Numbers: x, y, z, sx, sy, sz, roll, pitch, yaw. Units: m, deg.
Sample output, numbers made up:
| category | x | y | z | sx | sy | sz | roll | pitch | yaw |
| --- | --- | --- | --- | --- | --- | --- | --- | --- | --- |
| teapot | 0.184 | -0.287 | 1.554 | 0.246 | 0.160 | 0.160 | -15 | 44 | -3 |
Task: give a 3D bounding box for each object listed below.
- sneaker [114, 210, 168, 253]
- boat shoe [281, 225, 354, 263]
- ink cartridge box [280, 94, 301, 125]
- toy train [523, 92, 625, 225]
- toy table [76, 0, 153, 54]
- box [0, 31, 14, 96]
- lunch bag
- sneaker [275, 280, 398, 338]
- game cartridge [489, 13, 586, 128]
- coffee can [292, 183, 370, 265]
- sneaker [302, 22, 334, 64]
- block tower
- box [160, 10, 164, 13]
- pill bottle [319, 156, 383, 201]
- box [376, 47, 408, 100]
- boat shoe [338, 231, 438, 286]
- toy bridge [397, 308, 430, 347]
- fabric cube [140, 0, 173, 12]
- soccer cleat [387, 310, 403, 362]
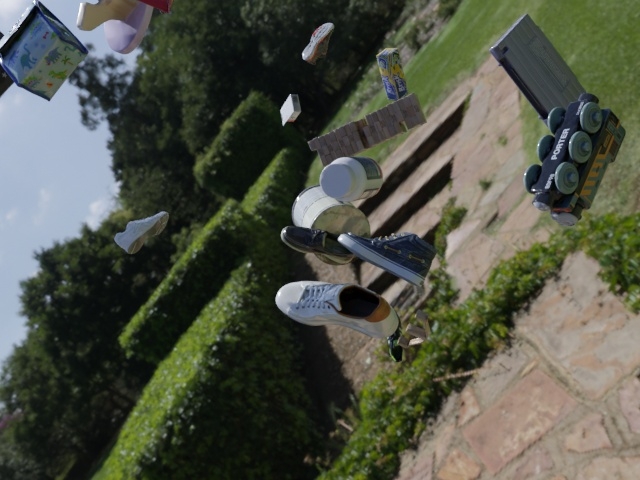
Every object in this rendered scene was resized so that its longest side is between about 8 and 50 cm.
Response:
| category | x | y | z | sx | sy | sz | roll | pitch | yaw |
| --- | --- | --- | --- | --- | --- | --- | --- | --- | --- |
| sneaker | -0.419 | -0.031 | 1.440 | 0.152 | 0.061 | 0.054 | -46 | -21 | -44 |
| boat shoe | 0.000 | 0.001 | 1.748 | 0.073 | 0.223 | 0.080 | 133 | 154 | -59 |
| ink cartridge box | -0.100 | -0.433 | 2.041 | 0.115 | 0.029 | 0.063 | 142 | 120 | -64 |
| toy train | 0.643 | -0.200 | 1.538 | 0.142 | 0.190 | 0.334 | 4 | 65 | 60 |
| toy table | -0.579 | -0.680 | 1.698 | 0.161 | 0.252 | 0.274 | 9 | -99 | -59 |
| box | -0.937 | -0.434 | 1.658 | 0.163 | 0.142 | 0.247 | -5 | 46 | 45 |
| lunch bag | -0.530 | -0.361 | 1.136 | 0.129 | 0.151 | 0.096 | -45 | -24 | 7 |
| sneaker | 0.022 | 0.122 | 1.315 | 0.106 | 0.290 | 0.123 | -66 | -31 | -28 |
| game cartridge | 0.746 | -0.575 | 2.088 | 0.230 | 0.355 | 0.068 | -47 | 11 | -31 |
| coffee can | 0.029 | -0.057 | 2.017 | 0.201 | 0.201 | 0.275 | -53 | 21 | 7 |
| sneaker | 0.000 | -0.677 | 2.115 | 0.158 | 0.065 | 0.061 | -53 | 47 | 2 |
| block tower | 0.138 | -0.314 | 1.780 | 0.335 | 0.097 | 0.091 | -20 | 3 | 20 |
| box | -0.408 | -0.624 | 1.448 | 0.029 | 0.116 | 0.162 | -27 | 52 | 4 |
| pill bottle | 0.073 | -0.149 | 1.478 | 0.108 | 0.108 | 0.180 | -50 | -15 | 23 |
| box | 0.246 | -0.564 | 2.085 | 0.054 | 0.169 | 0.059 | 19 | 52 | 43 |
| boat shoe | 0.129 | 0.012 | 1.167 | 0.083 | 0.183 | 0.065 | -61 | -13 | -6 |
| toy bridge | 0.271 | 0.255 | 1.709 | 0.026 | 0.063 | 0.188 | -59 | -7 | -35 |
| fabric cube | -0.358 | -0.647 | 1.157 | 0.259 | 0.254 | 0.258 | 162 | 128 | -72 |
| soccer cleat | 0.243 | 0.310 | 1.996 | 0.060 | 0.179 | 0.072 | -12 | 9 | -1 |
